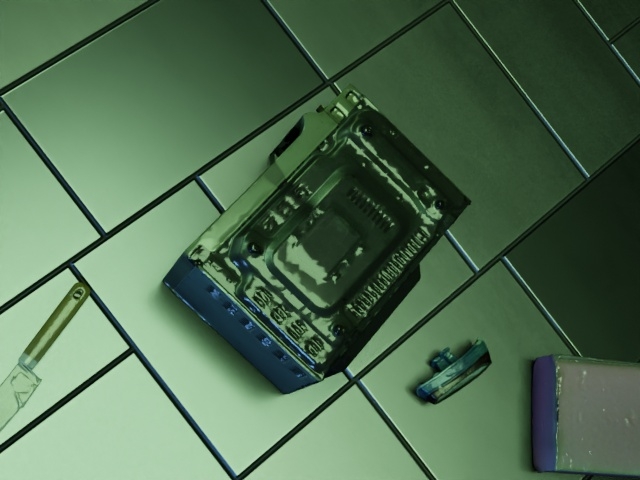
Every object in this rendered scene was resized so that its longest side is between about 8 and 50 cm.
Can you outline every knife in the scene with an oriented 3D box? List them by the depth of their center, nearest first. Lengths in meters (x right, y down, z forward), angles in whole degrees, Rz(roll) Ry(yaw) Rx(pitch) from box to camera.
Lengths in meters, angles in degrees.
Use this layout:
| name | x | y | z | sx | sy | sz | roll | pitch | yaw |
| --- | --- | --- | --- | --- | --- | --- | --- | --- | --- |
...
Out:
| name | x | y | z | sx | sy | sz | roll | pitch | yaw |
| --- | --- | --- | --- | --- | --- | --- | --- | --- | --- |
| knife | -0.400 | 0.183 | 1.388 | 0.047 | 0.017 | 0.298 | 39 | 68 | -12 |

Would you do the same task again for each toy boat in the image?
| name | x | y | z | sx | sy | sz | roll | pitch | yaw |
| --- | --- | --- | --- | --- | --- | --- | --- | --- | --- |
| toy boat | 0.201 | 0.194 | 1.556 | 0.137 | 0.060 | 0.061 | -32 | 64 | -16 |

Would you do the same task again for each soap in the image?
| name | x | y | z | sx | sy | sz | roll | pitch | yaw |
| --- | --- | --- | --- | --- | --- | --- | --- | --- | --- |
| soap | 0.464 | 0.279 | 1.605 | 0.259 | 0.081 | 0.181 | 6 | 76 | -17 |

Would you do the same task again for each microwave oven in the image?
| name | x | y | z | sx | sy | sz | roll | pitch | yaw |
| --- | --- | --- | --- | --- | --- | --- | --- | --- | --- |
| microwave oven | 0.000 | 0.000 | 1.452 | 0.286 | 0.218 | 0.355 | 44 | 68 | -2 |
